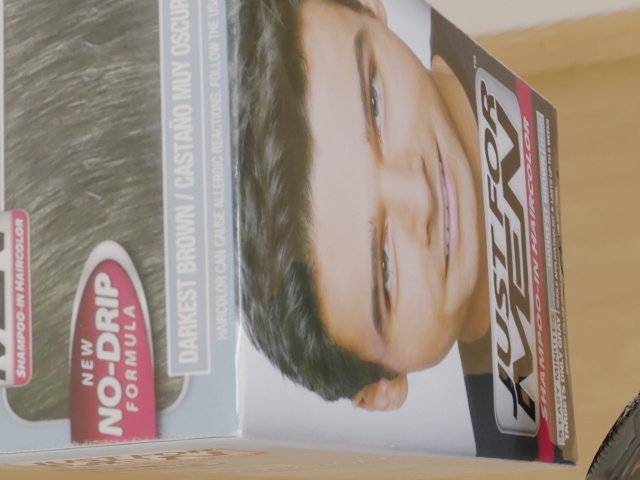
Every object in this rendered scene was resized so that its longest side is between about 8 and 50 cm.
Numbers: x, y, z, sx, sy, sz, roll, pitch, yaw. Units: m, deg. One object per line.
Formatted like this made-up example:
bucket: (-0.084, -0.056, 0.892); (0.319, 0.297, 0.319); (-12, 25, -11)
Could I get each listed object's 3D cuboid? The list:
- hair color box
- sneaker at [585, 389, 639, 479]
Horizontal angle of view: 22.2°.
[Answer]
hair color box: (0.000, 0.000, 0.661); (0.113, 0.374, 0.185); (-7, 79, 23)
sneaker: (0.193, 0.059, 0.680); (0.170, 0.089, 0.051); (-54, -9, 8)
